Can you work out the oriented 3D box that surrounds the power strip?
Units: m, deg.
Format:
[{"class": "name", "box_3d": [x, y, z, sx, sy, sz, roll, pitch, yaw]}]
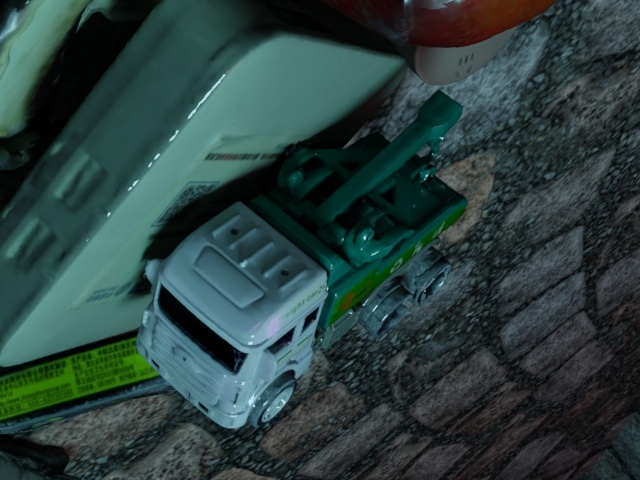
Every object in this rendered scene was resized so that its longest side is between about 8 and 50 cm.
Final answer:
[{"class": "power strip", "box_3d": [0.144, -0.247, 1.184, 0.154, 0.078, 0.154, -27, 149, -17]}]

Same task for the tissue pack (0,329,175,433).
[{"class": "tissue pack", "box_3d": [-0.241, 0.152, 1.223, 0.236, 0.073, 0.173, -16, 173, 5]}]

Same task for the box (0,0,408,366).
[{"class": "box", "box_3d": [-0.121, -0.062, 1.043, 0.396, 0.111, 0.396, -47, 167, 18]}]

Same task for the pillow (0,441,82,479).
[{"class": "pillow", "box_3d": [-0.472, 0.364, 1.369, 0.326, 0.101, 0.228, -41, 148, 3]}]

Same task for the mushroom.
[{"class": "mushroom", "box_3d": [-0.179, -0.218, 0.825, 0.344, 0.130, 0.247, -48, 177, 24]}]

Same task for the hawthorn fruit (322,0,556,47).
[{"class": "hawthorn fruit", "box_3d": [0.094, -0.313, 0.863, 0.265, 0.265, 0.307, -19, 131, -30]}]

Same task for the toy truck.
[{"class": "toy truck", "box_3d": [-0.003, 0.006, 1.032, 0.363, 0.176, 0.178, -39, 157, -33]}]
